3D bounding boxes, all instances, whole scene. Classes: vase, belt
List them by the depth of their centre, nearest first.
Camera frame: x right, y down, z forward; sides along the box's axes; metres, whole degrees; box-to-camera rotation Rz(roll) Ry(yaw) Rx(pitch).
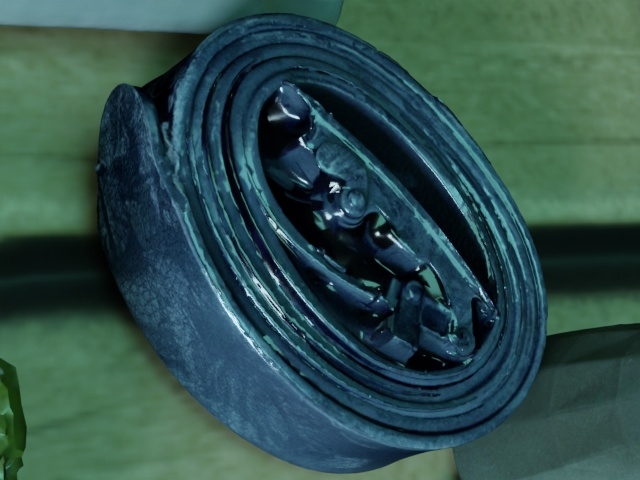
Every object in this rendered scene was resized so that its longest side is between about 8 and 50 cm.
[{"bbox_3d":[0.139,0.061,0.649,0.086,0.214,0.086,8,72,-26],"label":"vase"},{"bbox_3d":[0.000,0.000,0.669,0.190,0.082,0.141,51,54,-8],"label":"belt"}]

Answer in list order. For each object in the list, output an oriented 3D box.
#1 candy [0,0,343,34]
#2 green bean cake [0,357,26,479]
[{"bbox_3d":[-0.073,-0.149,0.671,0.174,0.071,0.138,0,86,-21],"label":"candy"},{"bbox_3d":[-0.195,0.122,0.514,0.200,0.113,0.214,6,73,-26],"label":"green bean cake"}]
